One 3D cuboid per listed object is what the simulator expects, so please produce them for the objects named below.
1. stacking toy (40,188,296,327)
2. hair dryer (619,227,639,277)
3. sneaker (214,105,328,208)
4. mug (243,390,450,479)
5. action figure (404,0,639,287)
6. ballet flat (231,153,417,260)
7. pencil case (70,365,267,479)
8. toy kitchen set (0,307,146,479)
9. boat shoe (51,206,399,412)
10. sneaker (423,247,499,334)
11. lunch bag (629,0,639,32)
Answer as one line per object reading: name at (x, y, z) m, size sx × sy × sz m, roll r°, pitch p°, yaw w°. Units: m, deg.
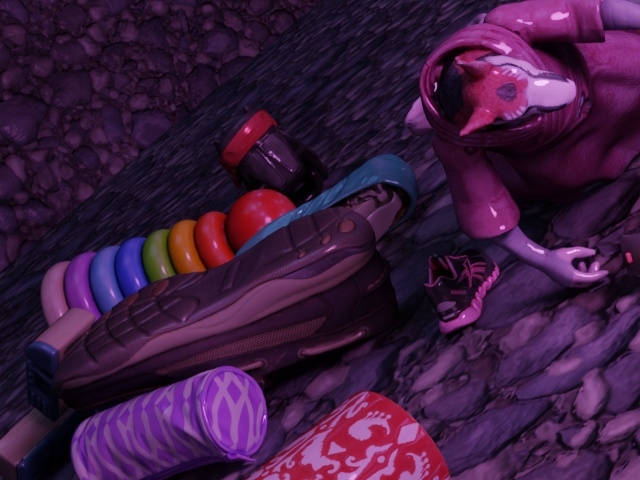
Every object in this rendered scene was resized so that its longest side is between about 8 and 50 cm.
stacking toy at (-0.173, 0.029, 1.780) m, size 0.330 × 0.141 × 0.141 m, roll -27°, pitch 16°, yaw 20°
hair dryer at (0.345, -0.083, 1.007) m, size 0.293 × 0.080 × 0.223 m, roll -20°, pitch 21°, yaw 48°
sneaker at (-0.055, -0.088, 1.943) m, size 0.097 × 0.135 × 0.276 m, roll -49°, pitch -9°, yaw -2°
mug at (-0.015, 0.182, 0.947) m, size 0.169 × 0.113 × 0.150 m, roll -39°, pitch 16°, yaw -25°
action figure at (0.161, -0.129, 1.140) m, size 0.248 × 0.275 × 0.370 m, roll -60°, pitch -23°, yaw 14°
ballet flat at (0.000, 0.000, 1.563) m, size 0.247 × 0.083 × 0.087 m, roll -37°, pitch 28°, yaw 4°
pencil case at (-0.138, 0.176, 1.308) m, size 0.206 × 0.086 × 0.088 m, roll -27°, pitch 51°, yaw 40°
toy kitchen set at (-0.244, 0.197, 1.535) m, size 0.122 × 0.166 × 0.207 m, roll -45°, pitch -20°, yaw -33°
boat shoe at (-0.089, 0.097, 1.354) m, size 0.355 × 0.130 × 0.132 m, roll -23°, pitch 21°, yaw 24°
sneaker at (0.114, 0.029, 1.239) m, size 0.047 × 0.057 × 0.119 m, roll -31°, pitch 13°, yaw 26°
lunch bag at (0.374, -0.313, 1.619) m, size 0.279 × 0.108 × 0.224 m, roll -40°, pitch 15°, yaw -14°
